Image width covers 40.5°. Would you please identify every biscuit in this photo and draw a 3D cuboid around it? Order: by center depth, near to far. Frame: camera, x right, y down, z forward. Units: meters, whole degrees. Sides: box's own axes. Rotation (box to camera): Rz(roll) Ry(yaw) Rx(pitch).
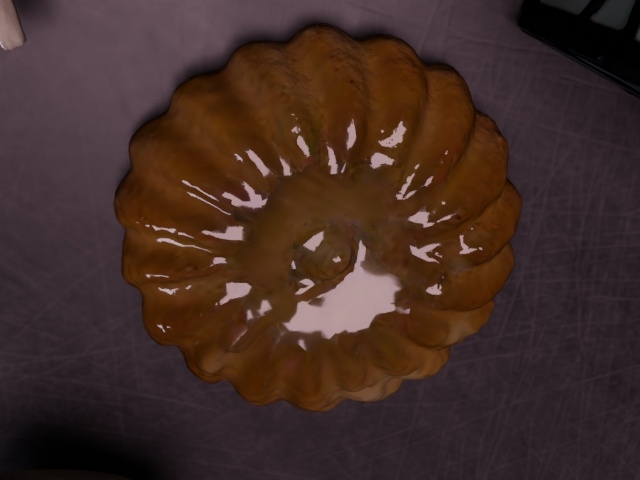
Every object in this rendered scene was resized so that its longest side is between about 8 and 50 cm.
[{"bbox_3d":[0.000,0.000,0.676,0.325,0.107,0.326,-1,115,-3],"label":"biscuit"}]

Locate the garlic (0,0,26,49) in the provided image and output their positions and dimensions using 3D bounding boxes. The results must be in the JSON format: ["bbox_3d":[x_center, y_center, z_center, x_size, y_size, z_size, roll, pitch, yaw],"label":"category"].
[{"bbox_3d":[-0.205,-0.208,0.503,0.218,0.218,0.212,6,126,-10],"label":"garlic"}]

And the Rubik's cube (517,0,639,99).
[{"bbox_3d":[0.342,-0.174,0.541,0.283,0.293,0.288,25,110,-14],"label":"Rubik's cube"}]

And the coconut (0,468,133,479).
[{"bbox_3d":[-0.226,0.299,0.703,0.237,0.237,0.266,-5,118,-5],"label":"coconut"}]
